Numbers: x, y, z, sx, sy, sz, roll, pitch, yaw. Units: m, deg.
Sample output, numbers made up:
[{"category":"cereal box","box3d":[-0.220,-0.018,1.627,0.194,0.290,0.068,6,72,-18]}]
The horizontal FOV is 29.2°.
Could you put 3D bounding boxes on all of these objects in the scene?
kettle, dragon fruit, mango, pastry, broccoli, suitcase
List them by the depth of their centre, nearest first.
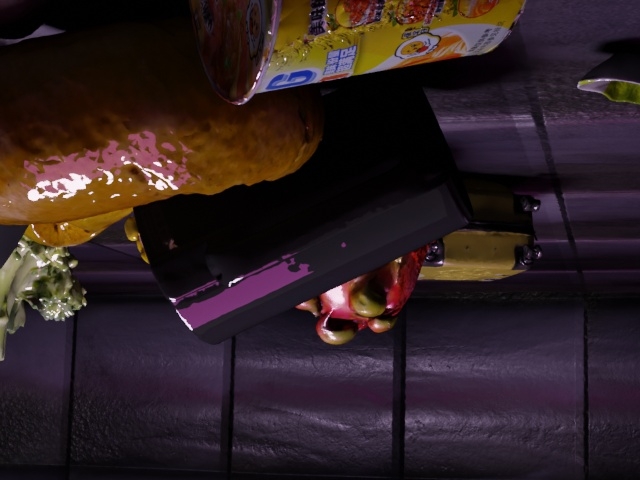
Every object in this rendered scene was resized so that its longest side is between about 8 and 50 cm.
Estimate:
[{"category":"pastry","box3d":[-0.163,-0.104,1.054,0.355,0.164,0.356,-6,-172,1]},{"category":"kettle","box3d":[-0.022,-0.048,1.238,0.308,0.203,0.262,-23,161,11]},{"category":"mango","box3d":[-0.302,-0.079,1.494,0.262,0.167,0.130,-12,179,45]},{"category":"dragon fruit","box3d":[0.013,0.013,1.666,0.243,0.227,0.307,46,156,-9]},{"category":"broccoli","box3d":[-0.490,0.016,1.803,0.277,0.318,0.338,-4,-162,-9]},{"category":"suitcase","box3d":[0.209,-0.017,1.846,0.193,0.143,0.235,2,171,-12]}]

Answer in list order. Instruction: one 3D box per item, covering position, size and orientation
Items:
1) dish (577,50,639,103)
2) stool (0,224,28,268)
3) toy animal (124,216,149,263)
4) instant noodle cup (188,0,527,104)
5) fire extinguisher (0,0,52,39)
[{"category":"dish","box3d":[0.311,-0.161,1.193,0.137,0.039,0.091,7,175,-27]},{"category":"stool","box3d":[-0.408,-0.078,1.292,0.232,0.232,0.141,0,170,13]},{"category":"toy animal","box3d":[-0.201,-0.020,1.879,0.156,0.156,0.229,-4,167,33]},{"category":"instant noodle cup","box3d":[0.017,-0.178,0.657,0.153,0.205,0.205,-6,175,-20]},{"category":"fire extinguisher","box3d":[-0.212,-0.200,0.839,0.072,0.089,0.267,-22,178,-15]}]
